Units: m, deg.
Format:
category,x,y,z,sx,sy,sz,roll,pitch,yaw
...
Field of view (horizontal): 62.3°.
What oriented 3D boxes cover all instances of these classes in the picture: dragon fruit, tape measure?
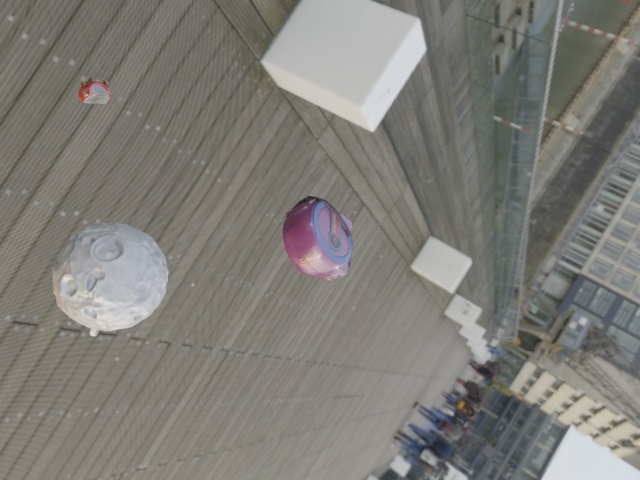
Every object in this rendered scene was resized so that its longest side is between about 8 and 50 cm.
category,x,y,z,sx,sy,sz,roll,pitch,yaw
dragon fruit,-0.589,-0.394,1.384,0.083,0.060,0.056,-12,164,-44
tape measure,0.000,0.000,0.809,0.125,0.074,0.118,38,41,-36

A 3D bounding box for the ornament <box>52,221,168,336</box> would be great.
category,x,y,z,sx,sy,sz,roll,pitch,yaw
ornament,-0.635,0.105,1.615,0.337,0.337,0.337,-44,153,-30
